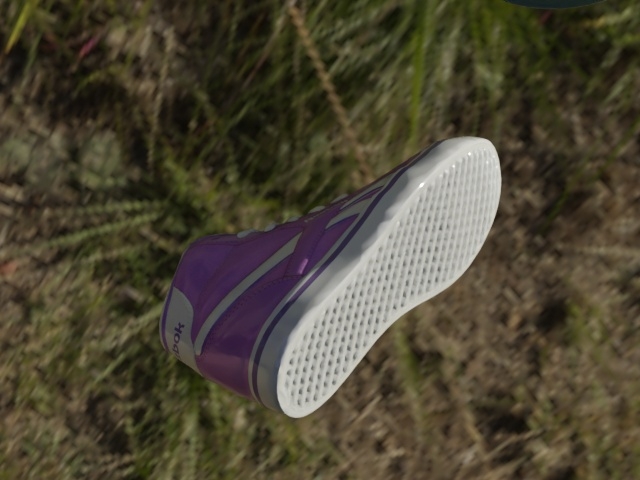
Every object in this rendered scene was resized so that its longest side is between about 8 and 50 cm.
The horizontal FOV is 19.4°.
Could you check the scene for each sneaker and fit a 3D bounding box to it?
[{"bbox_3d":[0.000,-0.001,1.344,0.161,0.102,0.282,19,45,39],"label":"sneaker"}]

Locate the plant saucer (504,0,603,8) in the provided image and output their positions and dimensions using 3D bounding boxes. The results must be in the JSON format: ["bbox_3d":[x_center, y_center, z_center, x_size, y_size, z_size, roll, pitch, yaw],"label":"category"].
[{"bbox_3d":[0.138,-0.160,1.082,0.119,0.119,0.021,6,73,-21],"label":"plant saucer"}]
